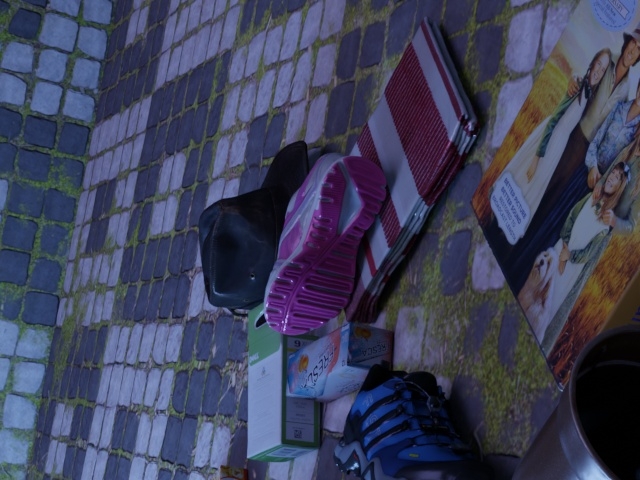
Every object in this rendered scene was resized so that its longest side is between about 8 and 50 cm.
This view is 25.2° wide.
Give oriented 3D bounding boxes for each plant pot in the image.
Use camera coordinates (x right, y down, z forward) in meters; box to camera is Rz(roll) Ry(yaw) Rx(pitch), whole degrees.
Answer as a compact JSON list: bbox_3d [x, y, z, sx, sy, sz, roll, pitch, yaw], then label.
[{"bbox_3d":[0.242,0.180,1.149,0.165,0.167,0.167,117,155,-51],"label":"plant pot"}]

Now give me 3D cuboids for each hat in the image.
[{"bbox_3d":[-0.108,0.005,2.059,0.331,0.134,0.331,-173,90,-73],"label":"hat"}]

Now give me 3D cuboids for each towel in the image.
[{"bbox_3d":[0.093,-0.086,1.796,0.329,0.037,0.237,-62,26,32],"label":"towel"}]

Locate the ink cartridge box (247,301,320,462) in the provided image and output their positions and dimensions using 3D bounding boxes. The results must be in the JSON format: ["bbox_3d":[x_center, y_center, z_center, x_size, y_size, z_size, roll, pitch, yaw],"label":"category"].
[{"bbox_3d":[-0.050,0.186,1.932,0.109,0.062,0.209,-34,52,57],"label":"ink cartridge box"}]

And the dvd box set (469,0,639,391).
[{"bbox_3d":[0.289,-0.108,1.302,0.308,0.062,0.420,-108,37,-51],"label":"dvd box set"}]

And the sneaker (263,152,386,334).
[{"bbox_3d":[0.000,0.000,1.804,0.252,0.103,0.111,-63,20,12],"label":"sneaker"}]

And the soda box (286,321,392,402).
[{"bbox_3d":[0.022,0.155,1.794,0.183,0.063,0.058,145,134,-59],"label":"soda box"}]

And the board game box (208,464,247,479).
[{"bbox_3d":[-0.150,0.445,2.071,0.147,0.045,0.194,127,148,-46],"label":"board game box"}]

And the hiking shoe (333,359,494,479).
[{"bbox_3d":[0.095,0.205,1.526,0.304,0.113,0.132,-172,94,-68],"label":"hiking shoe"}]
